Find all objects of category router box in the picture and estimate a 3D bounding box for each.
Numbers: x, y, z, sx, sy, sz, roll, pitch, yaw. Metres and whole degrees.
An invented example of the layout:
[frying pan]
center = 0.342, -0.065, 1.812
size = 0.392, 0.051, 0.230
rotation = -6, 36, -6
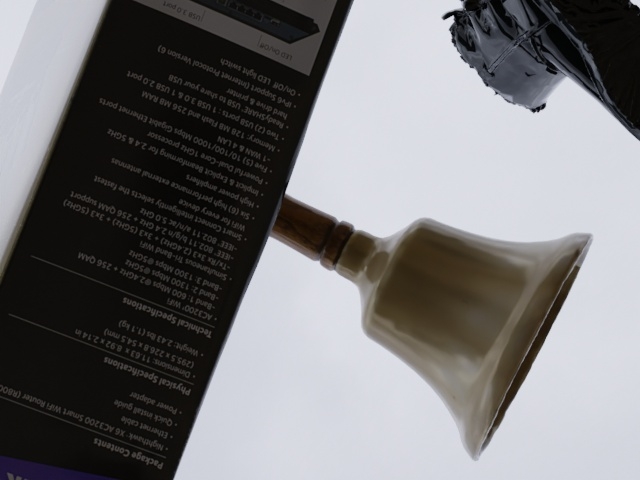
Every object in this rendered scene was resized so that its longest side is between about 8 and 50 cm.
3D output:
[router box]
center = -0.091, -0.013, 0.753
size = 0.081, 0.309, 0.243
rotation = 22, -99, -14

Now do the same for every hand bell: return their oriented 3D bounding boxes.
[hand bell]
center = 0.000, 0.000, 0.960
size = 0.242, 0.126, 0.126
rotation = 27, -108, 10

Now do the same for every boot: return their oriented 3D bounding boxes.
[boot]
center = 0.114, -0.083, 0.893
size = 0.045, 0.099, 0.121
rotation = -40, -89, -23
